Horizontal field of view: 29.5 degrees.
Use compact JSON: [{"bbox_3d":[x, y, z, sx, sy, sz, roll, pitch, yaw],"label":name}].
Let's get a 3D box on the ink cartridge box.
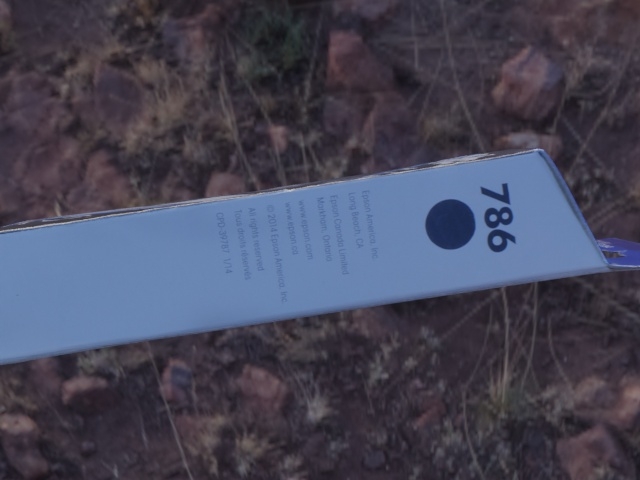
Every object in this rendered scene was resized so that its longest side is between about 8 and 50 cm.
[{"bbox_3d":[0.000,0.000,0.593,0.332,0.165,0.065,-7,93,-3],"label":"ink cartridge box"}]
